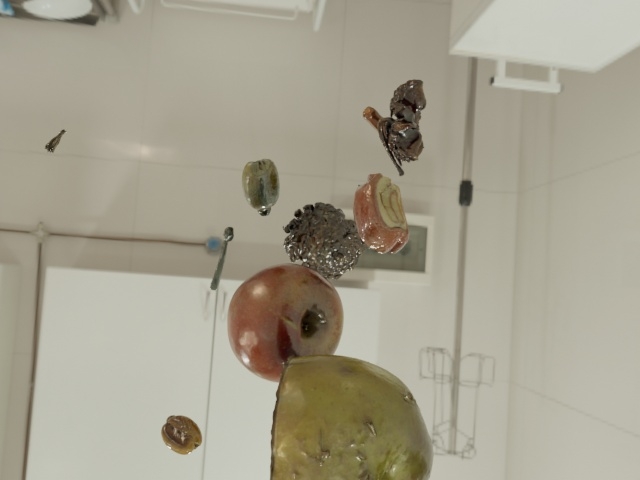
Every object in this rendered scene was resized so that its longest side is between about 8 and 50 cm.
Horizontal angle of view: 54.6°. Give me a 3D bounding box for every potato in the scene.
[{"bbox_3d":[0.080,0.460,1.339,0.319,0.385,0.442,-1,135,13],"label":"potato"}]

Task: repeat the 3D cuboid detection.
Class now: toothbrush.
[{"bbox_3d":[-0.307,0.065,1.927,0.030,0.031,0.297,-3,141,-24],"label":"toothbrush"}]

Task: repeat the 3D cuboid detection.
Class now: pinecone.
[{"bbox_3d":[-0.003,0.001,2.351,0.298,0.296,0.242,-18,153,-23],"label":"pinecone"}]

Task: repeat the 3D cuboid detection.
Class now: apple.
[{"bbox_3d":[-0.105,0.238,1.796,0.348,0.349,0.277,7,180,-39],"label":"apple"}]

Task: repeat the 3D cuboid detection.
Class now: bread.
[{"bbox_3d":[0.184,-0.093,1.943,0.190,0.244,0.123,8,150,-43],"label":"bread"}]

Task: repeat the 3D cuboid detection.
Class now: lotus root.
[{"bbox_3d":[-0.173,-0.154,1.828,0.113,0.192,0.088,-17,-142,-20],"label":"lotus root"}]

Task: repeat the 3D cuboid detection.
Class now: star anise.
[{"bbox_3d":[0.217,-0.309,1.642,0.125,0.220,0.190,8,158,-6],"label":"star anise"}]

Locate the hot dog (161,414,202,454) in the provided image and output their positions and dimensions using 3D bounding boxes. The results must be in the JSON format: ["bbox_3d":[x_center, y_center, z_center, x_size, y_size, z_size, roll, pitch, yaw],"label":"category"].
[{"bbox_3d":[-0.364,0.501,1.606,0.140,0.090,0.060,22,147,30],"label":"hot dog"}]

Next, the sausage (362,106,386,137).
[{"bbox_3d":[0.161,-0.335,1.752,0.131,0.039,0.041,31,-171,-49],"label":"sausage"}]

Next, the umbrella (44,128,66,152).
[{"bbox_3d":[-0.576,-0.217,1.348,0.020,0.083,0.031,22,132,-3],"label":"umbrella"}]
